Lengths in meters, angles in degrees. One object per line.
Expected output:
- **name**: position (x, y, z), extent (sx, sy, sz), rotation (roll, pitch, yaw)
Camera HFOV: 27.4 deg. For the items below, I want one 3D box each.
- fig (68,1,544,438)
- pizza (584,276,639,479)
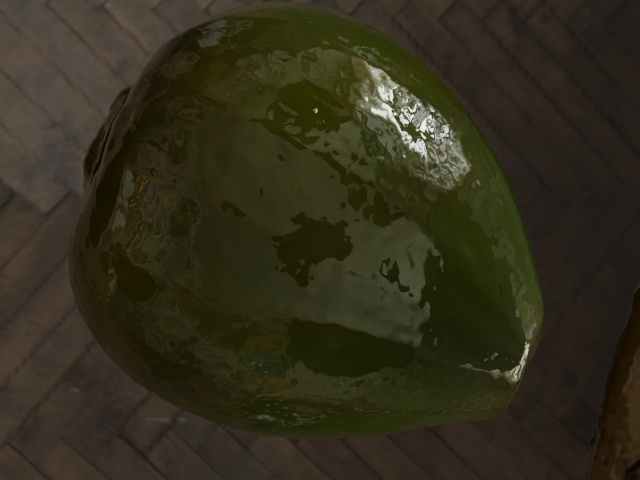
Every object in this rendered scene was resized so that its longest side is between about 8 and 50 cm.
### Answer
- **fig**: position (-0.004, -0.005, 0.643), extent (0.230, 0.207, 0.207), rotation (17, 82, -22)
- **pizza**: position (0.181, 0.054, 0.567), extent (0.161, 0.062, 0.182), rotation (42, 74, -46)
